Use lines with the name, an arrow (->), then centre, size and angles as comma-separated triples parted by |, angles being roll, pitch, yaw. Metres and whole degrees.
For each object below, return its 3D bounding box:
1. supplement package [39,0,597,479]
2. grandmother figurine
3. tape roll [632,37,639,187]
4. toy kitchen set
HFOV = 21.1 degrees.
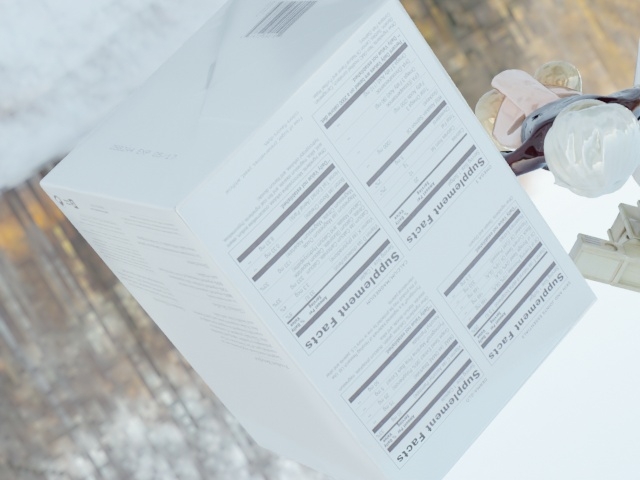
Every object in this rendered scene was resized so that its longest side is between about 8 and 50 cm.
supplement package -> 0.000, 0.000, 1.124 | 0.198, 0.262, 0.199 | -46, -153, -19
grandmother figurine -> 0.231, -0.110, 1.678 | 0.208, 0.104, 0.342 | -35, -169, 0
tape roll -> 0.483, -0.156, 1.997 | 0.246, 0.246, 0.169 | -33, 145, -25
toy kitchen set -> 0.249, -0.013, 1.455 | 0.083, 0.075, 0.068 | -97, -154, -53
